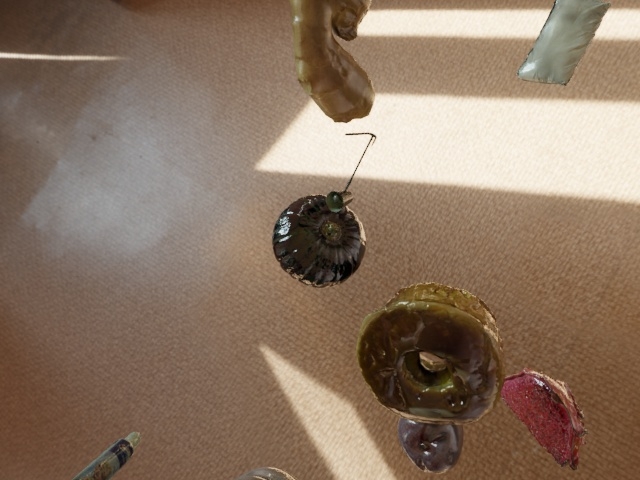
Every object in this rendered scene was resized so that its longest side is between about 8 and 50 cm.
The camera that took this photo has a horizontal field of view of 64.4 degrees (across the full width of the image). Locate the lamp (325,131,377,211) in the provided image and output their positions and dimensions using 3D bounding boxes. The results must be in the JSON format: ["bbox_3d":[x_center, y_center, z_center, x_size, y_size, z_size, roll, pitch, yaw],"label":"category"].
[{"bbox_3d":[0.049,-0.102,0.766,0.041,0.054,0.121,31,118,23],"label":"lamp"}]

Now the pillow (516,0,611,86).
[{"bbox_3d":[0.578,-0.479,1.216,0.128,0.051,0.229,29,92,34],"label":"pillow"}]

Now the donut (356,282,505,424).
[{"bbox_3d":[0.240,0.237,1.069,0.330,0.160,0.330,15,123,25],"label":"donut"}]

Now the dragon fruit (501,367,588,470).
[{"bbox_3d":[0.589,0.413,1.273,0.126,0.161,0.274,-8,36,-23],"label":"dragon fruit"}]

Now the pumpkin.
[{"bbox_3d":[0.000,0.000,1.042,0.202,0.140,0.201,11,66,-26],"label":"pumpkin"}]

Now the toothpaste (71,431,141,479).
[{"bbox_3d":[-0.339,0.356,0.770,0.037,0.216,0.061,4,100,13],"label":"toothpaste"}]

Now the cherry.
[{"bbox_3d":[0.263,0.455,1.212,0.140,0.176,0.176,-35,71,32],"label":"cherry"}]

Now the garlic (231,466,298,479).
[{"bbox_3d":[-0.121,0.583,1.021,0.292,0.210,0.237,18,96,22],"label":"garlic"}]

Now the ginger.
[{"bbox_3d":[0.002,-0.402,0.821,0.122,0.348,0.363,28,101,41],"label":"ginger"}]
